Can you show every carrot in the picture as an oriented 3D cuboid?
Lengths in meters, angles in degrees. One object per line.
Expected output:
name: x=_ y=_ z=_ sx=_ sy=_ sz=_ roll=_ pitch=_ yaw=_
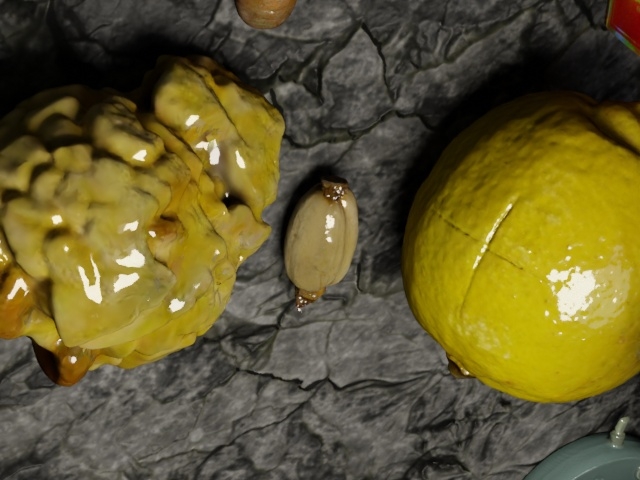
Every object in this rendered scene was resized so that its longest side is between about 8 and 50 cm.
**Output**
carrot: x=-0.036 y=-0.263 z=1.607 sx=0.060 sy=0.060 sz=0.186 roll=-7 pitch=126 yaw=-27

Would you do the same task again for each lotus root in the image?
lotus root: x=0.000 y=0.000 z=1.826 sx=0.073 sy=0.062 sz=0.150 roll=-25 pitch=139 yaw=-44

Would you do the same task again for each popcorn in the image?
popcorn: x=-0.163 y=-0.018 z=1.611 sx=0.332 sy=0.225 sz=0.265 roll=-41 pitch=135 yaw=-27

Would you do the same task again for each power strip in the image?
power strip: x=0.303 y=0.309 z=2.248 sx=0.167 sy=0.054 sz=0.253 roll=19 pitch=113 yaw=-40

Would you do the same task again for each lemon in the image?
lemon: x=0.223 y=0.004 z=1.817 sx=0.297 sy=0.297 sz=0.297 roll=-16 pitch=130 yaw=-20

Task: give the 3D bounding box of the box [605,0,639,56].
box: x=0.439 y=-0.297 z=1.846 sx=0.313 sy=0.089 sz=0.197 roll=-13 pitch=128 yaw=-23
